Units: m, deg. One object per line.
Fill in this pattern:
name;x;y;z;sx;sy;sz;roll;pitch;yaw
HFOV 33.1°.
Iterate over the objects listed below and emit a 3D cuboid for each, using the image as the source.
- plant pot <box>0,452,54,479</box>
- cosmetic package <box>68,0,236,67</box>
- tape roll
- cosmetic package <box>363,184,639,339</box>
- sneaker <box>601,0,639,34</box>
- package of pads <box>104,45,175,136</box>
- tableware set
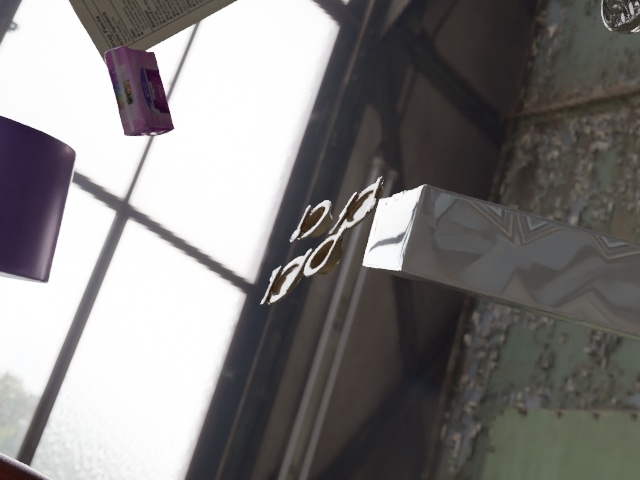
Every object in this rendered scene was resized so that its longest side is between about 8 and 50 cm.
plant pot;-0.331;0.380;1.166;0.236;0.267;0.267;2;-31;29
cosmetic package;-0.174;-0.363;1.365;0.160;0.310;0.113;63;-1;-22
tape roll;-0.238;-0.033;0.604;0.189;0.080;0.189;12;-6;1
cosmetic package;0.254;0.037;1.189;0.378;0.097;0.284;15;0;-4
sneaker;0.373;-0.271;1.013;0.118;0.083;0.222;13;-50;-33
package of pads;-0.169;-0.138;1.005;0.032;0.083;0.050;-19;-6;30
tableware set;0.000;0.000;1.155;0.020;0.141;0.169;41;-35;-17
